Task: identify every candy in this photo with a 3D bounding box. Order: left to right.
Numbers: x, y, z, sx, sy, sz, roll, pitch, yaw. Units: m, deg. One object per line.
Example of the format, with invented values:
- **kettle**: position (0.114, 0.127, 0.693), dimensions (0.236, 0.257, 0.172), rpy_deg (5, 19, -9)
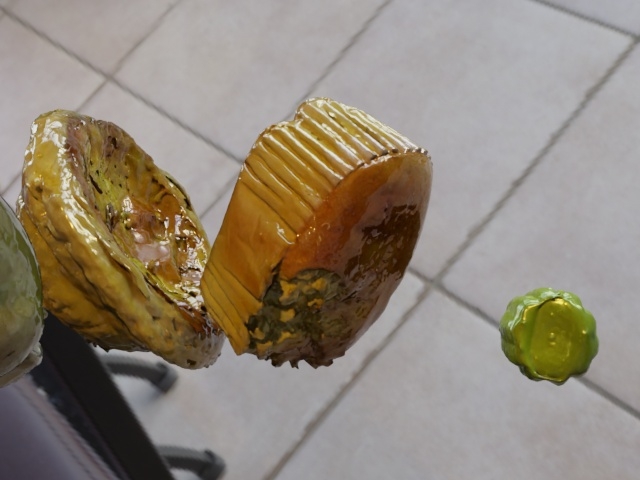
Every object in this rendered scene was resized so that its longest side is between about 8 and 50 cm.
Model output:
- **candy**: position (0.227, 0.094, 1.303), dimensions (0.096, 0.209, 0.097), rpy_deg (0, 90, 1)

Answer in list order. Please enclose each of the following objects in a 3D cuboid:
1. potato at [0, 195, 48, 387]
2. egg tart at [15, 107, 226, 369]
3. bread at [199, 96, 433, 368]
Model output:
- **potato**: position (-0.282, -0.004, 0.628), dimensions (0.218, 0.351, 0.202), rpy_deg (-25, 52, 38)
- **egg tart**: position (-0.198, 0.010, 1.219), dimensions (0.115, 0.290, 0.290), rpy_deg (-33, 47, 16)
- **bread**: position (0.000, 0.000, 1.149), dimensions (0.133, 0.179, 0.250), rpy_deg (42, 112, 31)
